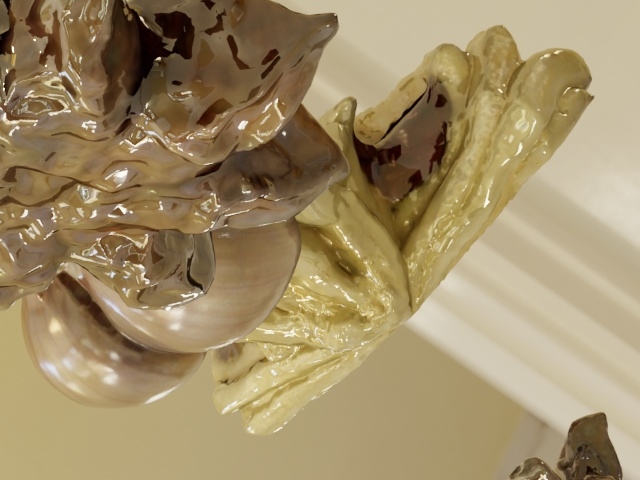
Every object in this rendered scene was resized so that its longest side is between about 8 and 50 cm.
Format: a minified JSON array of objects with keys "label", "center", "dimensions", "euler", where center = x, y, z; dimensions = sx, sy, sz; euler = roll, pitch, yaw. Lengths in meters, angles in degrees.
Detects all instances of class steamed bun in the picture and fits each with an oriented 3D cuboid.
[{"label":"steamed bun","center":[0.000,0.000,1.481],"dimensions":[0.428,0.189,0.247],"euler":[-44,18,34]}]

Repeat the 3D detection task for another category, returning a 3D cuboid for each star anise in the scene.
[{"label":"star anise","center":[0.172,0.267,1.471],"dimensions":[0.212,0.129,0.282],"euler":[131,147,-73]},{"label":"star anise","center":[-0.138,-0.047,0.900],"dimensions":[0.315,0.315,0.108],"euler":[-48,47,49]}]

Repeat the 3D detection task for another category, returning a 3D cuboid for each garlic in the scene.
[{"label":"garlic","center":[-0.094,0.005,1.224],"dimensions":[0.160,0.191,0.214],"euler":[4,94,52]}]
